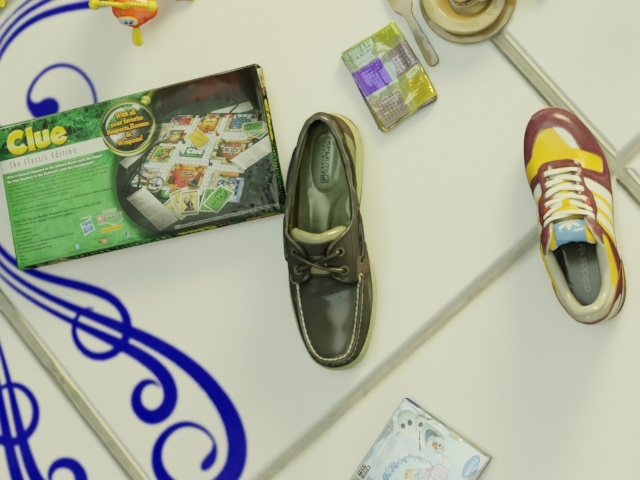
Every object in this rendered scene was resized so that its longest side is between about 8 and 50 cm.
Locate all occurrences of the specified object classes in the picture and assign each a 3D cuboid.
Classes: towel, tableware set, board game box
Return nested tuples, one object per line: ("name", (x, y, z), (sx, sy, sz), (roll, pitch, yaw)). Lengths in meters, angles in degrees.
("towel", (0.060, -0.142, 1.437), (0.060, 0.009, 0.083), (-30, 79, 14))
("tableware set", (0.098, -0.259, 1.417), (0.128, 0.039, 0.194), (-31, 79, 13))
("board game box", (0.084, 0.196, 1.406), (0.090, 0.020, 0.090), (35, 97, 16))
("board game box", (-0.163, -0.064, 1.490), (0.259, 0.030, 0.136), (-11, 86, 15))

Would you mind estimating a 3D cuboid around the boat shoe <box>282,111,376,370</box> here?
("boat shoe", (0.001, -0.001, 1.413), (0.080, 0.073, 0.223), (-2, 86, 16))

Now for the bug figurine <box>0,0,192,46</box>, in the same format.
("bug figurine", (-0.253, -0.281, 1.505), (0.279, 0.072, 0.216), (-1, 86, 17))

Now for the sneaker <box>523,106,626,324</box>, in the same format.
("sneaker", (0.207, -0.023, 1.348), (0.069, 0.084, 0.185), (-18, 82, 15))
